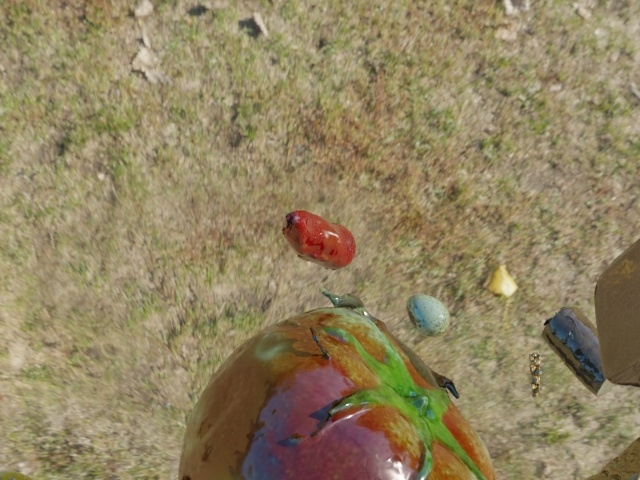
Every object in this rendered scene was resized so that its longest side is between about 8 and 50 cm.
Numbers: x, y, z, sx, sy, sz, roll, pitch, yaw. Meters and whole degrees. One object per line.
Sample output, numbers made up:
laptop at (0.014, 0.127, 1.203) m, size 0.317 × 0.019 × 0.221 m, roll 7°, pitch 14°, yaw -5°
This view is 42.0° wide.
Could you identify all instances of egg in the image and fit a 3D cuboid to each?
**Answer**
egg at (0.240, 0.167, 1.871) m, size 0.110 × 0.085 × 0.085 m, roll 40°, pitch 74°, yaw 5°

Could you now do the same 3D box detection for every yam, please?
yam at (0.407, 0.169, 1.282) m, size 0.084 × 0.084 × 0.127 m, roll -33°, pitch 59°, yaw -14°

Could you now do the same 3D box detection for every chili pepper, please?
chili pepper at (0.000, 0.000, 1.819) m, size 0.110 × 0.387 × 0.110 m, roll -5°, pitch 78°, yaw 22°

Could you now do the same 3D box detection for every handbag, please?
handbag at (0.336, 0.063, 0.790) m, size 0.072 × 0.193 × 0.151 m, roll 12°, pitch 62°, yaw -10°

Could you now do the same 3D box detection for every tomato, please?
tomato at (0.009, 0.215, 0.779) m, size 0.239 × 0.303 × 0.303 m, roll -44°, pitch 83°, yaw 18°

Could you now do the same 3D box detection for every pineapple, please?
pineapple at (0.376, 0.228, 1.459) m, size 0.019 × 0.045 × 0.083 m, roll -1°, pitch 54°, yaw 13°

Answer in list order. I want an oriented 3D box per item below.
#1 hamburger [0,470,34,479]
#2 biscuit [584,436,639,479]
hamburger at (-0.357, 0.366, 0.924) m, size 0.116 × 0.173 × 0.210 m, roll -13°, pitch 100°, yaw 32°
biscuit at (0.356, 0.331, 1.052) m, size 0.035 × 0.162 × 0.250 m, roll 43°, pitch 83°, yaw -1°
